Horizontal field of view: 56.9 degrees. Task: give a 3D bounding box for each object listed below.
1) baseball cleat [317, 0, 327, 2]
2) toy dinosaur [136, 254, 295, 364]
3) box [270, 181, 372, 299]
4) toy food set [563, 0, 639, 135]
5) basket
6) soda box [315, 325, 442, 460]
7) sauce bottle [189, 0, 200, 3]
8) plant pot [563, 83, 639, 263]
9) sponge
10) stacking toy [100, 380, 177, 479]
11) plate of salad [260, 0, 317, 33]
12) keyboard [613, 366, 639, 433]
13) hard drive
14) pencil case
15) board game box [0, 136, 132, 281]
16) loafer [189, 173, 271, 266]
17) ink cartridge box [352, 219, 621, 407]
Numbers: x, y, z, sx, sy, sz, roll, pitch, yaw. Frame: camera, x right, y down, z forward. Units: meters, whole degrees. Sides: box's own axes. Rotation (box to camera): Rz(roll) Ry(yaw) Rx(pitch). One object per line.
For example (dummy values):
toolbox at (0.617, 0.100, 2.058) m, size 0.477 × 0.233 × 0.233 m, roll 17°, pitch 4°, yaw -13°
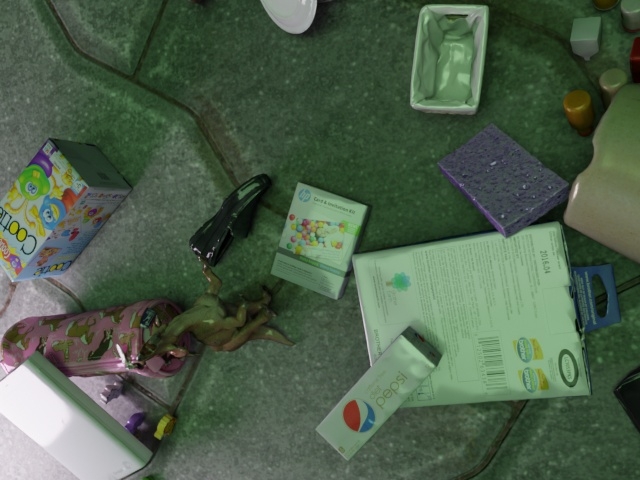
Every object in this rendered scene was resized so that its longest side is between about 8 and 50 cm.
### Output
baseball cleat at (-0.026, -0.500, 1.082) m, size 0.206 × 0.072 × 0.109 m, roll 21°, pitch 111°, yaw 23°
toy dinosaur at (-0.196, 0.165, 1.106) m, size 0.200 × 0.295 × 0.127 m, roll -52°, pitch 43°, yaw 9°
box at (0.000, 0.000, 1.118) m, size 0.145 × 0.038 × 0.186 m, roll 21°, pitch 98°, yaw 16°
toy food set at (0.459, -0.286, 0.933) m, size 0.111 × 0.104 × 0.232 m, roll 7°, pitch 77°, yaw 32°
basket at (0.220, -0.296, 0.992) m, size 0.113 × 0.103 × 0.167 m, roll 7°, pitch 96°, yaw 18°
soda box at (0.091, 0.241, 0.930) m, size 0.074 × 0.069 × 0.216 m, roll 42°, pitch 106°, yaw 12°
sauce bottle at (-0.178, -0.616, 1.107) m, size 0.111 × 0.111 × 0.344 m, roll 43°, pitch 104°, yaw 12°
plant pot at (0.525, -0.067, 0.809) m, size 0.305 × 0.334 × 0.334 m, roll 25°, pitch 101°, yaw 26°
sponge at (0.285, -0.101, 0.942) m, size 0.117 × 0.031 × 0.210 m, roll -34°, pitch 41°, yaw 5°
stacking toy at (-0.420, 0.434, 1.276) m, size 0.167 × 0.052 × 0.221 m, roll 27°, pitch 102°, yaw 16°
plate of salad at (-0.062, -0.474, 1.059) m, size 0.048 × 0.200 × 0.200 m, roll -30°, pitch 81°, yaw -26°
keyboard at (0.634, 0.318, 0.925) m, size 0.201 × 0.033 × 0.317 m, roll -34°, pitch 83°, yaw 24°
hard drive at (-0.512, 0.373, 1.195) m, size 0.203 × 0.040 × 0.307 m, roll -34°, pitch 105°, yaw 31°
pencil case at (-0.465, 0.216, 1.215) m, size 0.386 × 0.167 × 0.160 m, roll -9°, pitch 73°, yaw 21°
board game box at (-0.560, -0.062, 1.247) m, size 0.275 × 0.144 × 0.142 m, roll -46°, pitch 78°, yaw 14°
loafer at (-0.165, -0.039, 1.155) m, size 0.078 × 0.076 × 0.223 m, roll 47°, pitch 110°, yaw 5°
ink cartridge box at (0.276, 0.119, 0.971) m, size 0.395 × 0.151 × 0.270 m, roll -10°, pitch 90°, yaw 21°
